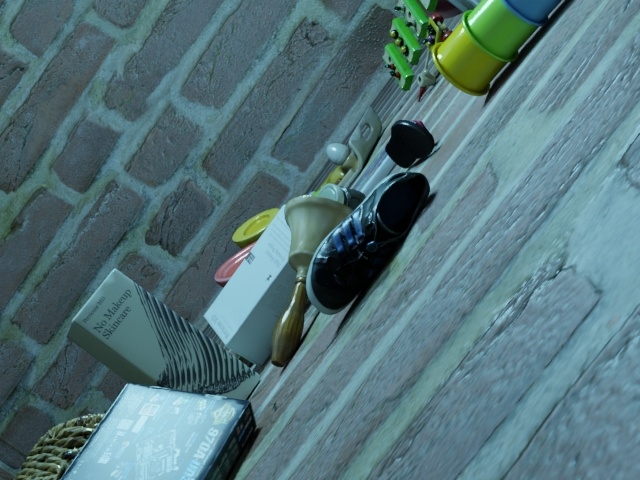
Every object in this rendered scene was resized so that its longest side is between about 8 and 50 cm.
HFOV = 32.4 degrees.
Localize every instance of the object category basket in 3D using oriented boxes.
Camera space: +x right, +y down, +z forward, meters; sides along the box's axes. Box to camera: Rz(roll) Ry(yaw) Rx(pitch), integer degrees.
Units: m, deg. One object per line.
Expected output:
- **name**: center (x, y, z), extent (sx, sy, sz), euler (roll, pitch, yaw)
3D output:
- **basket**: center (-0.291, 0.320, 1.527), extent (0.223, 0.213, 0.299), euler (-58, 7, -35)

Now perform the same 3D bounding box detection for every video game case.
- **video game case**: center (0.088, -0.106, 1.985), extent (0.201, 0.023, 0.183), euler (-54, 5, 6)

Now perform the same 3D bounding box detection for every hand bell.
- **hand bell**: center (-0.027, 0.069, 1.552), extent (0.126, 0.126, 0.242), euler (-47, 20, 57)

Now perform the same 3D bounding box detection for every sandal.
- **sandal**: center (0.134, -0.149, 1.619), extent (0.040, 0.067, 0.179), euler (-43, 0, -10)

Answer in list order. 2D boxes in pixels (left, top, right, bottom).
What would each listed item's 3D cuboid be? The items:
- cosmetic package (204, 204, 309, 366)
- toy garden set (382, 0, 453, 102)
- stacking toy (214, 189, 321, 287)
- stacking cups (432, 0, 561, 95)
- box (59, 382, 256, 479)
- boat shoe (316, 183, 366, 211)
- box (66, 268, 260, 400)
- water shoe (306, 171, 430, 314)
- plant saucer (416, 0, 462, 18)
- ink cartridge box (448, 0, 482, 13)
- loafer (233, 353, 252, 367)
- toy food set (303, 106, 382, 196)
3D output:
- **cosmetic package**: center (-0.076, 0.070, 1.748), extent (0.231, 0.085, 0.117), euler (-53, 33, 3)
- **toy garden set**: center (0.185, -0.396, 2.213), extent (0.244, 0.049, 0.204), euler (105, 148, -46)
- **stacking toy**: center (-0.059, 0.031, 2.275), extent (0.279, 0.130, 0.309), euler (-23, 21, 23)
- **stacking cups**: center (0.263, -0.315, 1.353), extent (0.316, 0.096, 0.096), euler (-49, 7, 40)
- **box**: center (-0.198, 0.267, 1.301), extent (0.220, 0.175, 0.051), euler (-60, -32, -49)
- **boat shoe**: center (0.000, 0.000, 1.858), extent (0.228, 0.068, 0.081), euler (-56, 43, 36)
- **box**: center (-0.235, 0.173, 1.643), extent (0.113, 0.275, 0.094), euler (-56, 5, -25)
- **water shoe**: center (0.054, -0.004, 1.305), extent (0.203, 0.073, 0.080), euler (-56, 7, -13)
- **plant saucer**: center (0.287, -0.661, 2.437), extent (0.332, 0.084, 0.332), euler (-27, -44, -30)
- **ink cartridge box**: center (0.330, -0.622, 2.226), extent (0.270, 0.198, 0.197), euler (-53, 5, 1)
- **loafer**: center (-0.120, 0.173, 1.880), extent (0.148, 0.050, 0.056), euler (-50, 6, 41)
- **toy food set**: center (0.021, -0.156, 2.573), extent (0.306, 0.092, 0.220), euler (-51, 6, 31)
